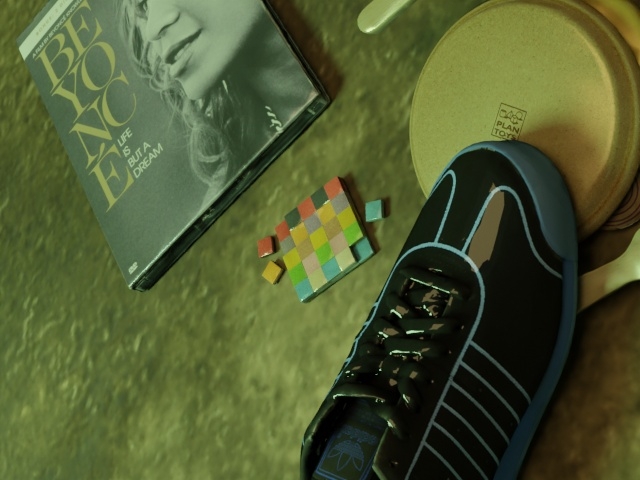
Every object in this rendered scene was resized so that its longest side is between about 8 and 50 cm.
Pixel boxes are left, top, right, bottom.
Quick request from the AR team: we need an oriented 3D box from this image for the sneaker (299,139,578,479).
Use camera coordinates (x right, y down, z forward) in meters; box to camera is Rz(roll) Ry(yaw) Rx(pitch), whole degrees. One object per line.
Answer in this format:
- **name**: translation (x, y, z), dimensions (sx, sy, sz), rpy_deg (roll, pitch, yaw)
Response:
- **sneaker**: translation (0.044, 0.067, 0.551), dimensions (0.081, 0.090, 0.232), rpy_deg (14, 94, 39)

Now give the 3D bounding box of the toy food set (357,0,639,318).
- **toy food set**: translation (0.100, -0.055, 0.595), dimensions (0.132, 0.038, 0.192), rpy_deg (-32, 71, 34)

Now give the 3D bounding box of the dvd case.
- **dvd case**: translation (-0.099, -0.104, 0.774), dimensions (0.164, 0.018, 0.221), rpy_deg (-44, 55, 21)

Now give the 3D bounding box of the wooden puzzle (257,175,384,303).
- **wooden puzzle**: translation (0.000, 0.000, 0.674), dimensions (0.083, 0.006, 0.049), rpy_deg (-37, 58, 25)
